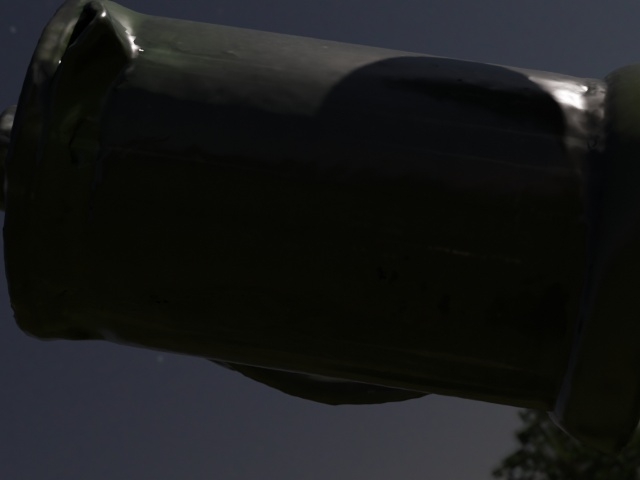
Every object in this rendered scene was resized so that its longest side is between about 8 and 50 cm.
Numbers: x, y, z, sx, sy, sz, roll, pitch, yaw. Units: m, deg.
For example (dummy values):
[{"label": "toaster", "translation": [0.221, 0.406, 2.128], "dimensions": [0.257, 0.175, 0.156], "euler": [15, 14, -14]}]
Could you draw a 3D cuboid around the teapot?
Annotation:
[{"label": "teapot", "translation": [0.000, 0.000, 0.769], "dimensions": [0.337, 0.200, 0.270], "euler": [9, -36, 5]}]

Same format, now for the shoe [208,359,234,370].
[{"label": "shoe", "translation": [-0.038, 0.072, 1.561], "dimensions": [0.291, 0.137, 0.114], "euler": [0, -28, 48]}]
